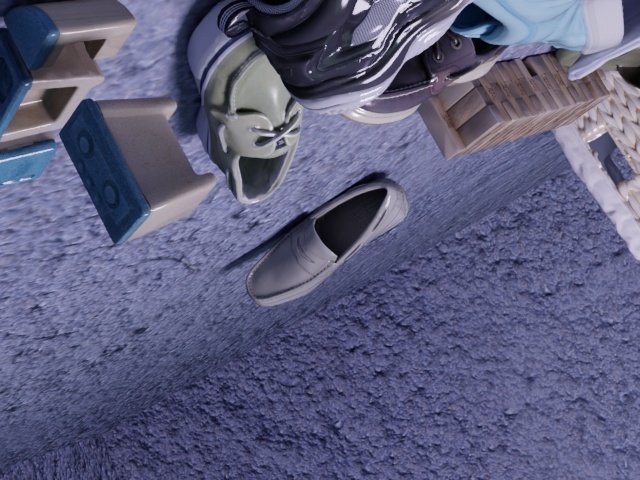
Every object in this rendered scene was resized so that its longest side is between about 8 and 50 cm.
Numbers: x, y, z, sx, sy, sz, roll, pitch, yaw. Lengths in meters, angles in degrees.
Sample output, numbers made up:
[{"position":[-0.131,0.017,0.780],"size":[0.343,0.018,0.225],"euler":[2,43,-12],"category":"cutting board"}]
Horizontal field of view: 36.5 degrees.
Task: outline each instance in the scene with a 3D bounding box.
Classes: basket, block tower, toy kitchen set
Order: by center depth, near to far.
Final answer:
[{"position":[-0.192,-0.042,0.645],"size":[0.122,0.166,0.207],"euler":[-20,167,-41],"category":"toy kitchen set"},{"position":[0.286,-0.201,1.374],"size":[0.335,0.091,0.097],"euler":[-20,167,-42],"category":"block tower"},{"position":[0.568,-0.169,1.629],"size":[0.266,0.328,0.331],"euler":[-33,169,18],"category":"basket"}]

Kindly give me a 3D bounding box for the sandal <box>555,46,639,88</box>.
[{"position":[0.481,-0.248,1.384],"size":[0.303,0.086,0.120],"euler":[-2,165,-8],"category":"sandal"}]

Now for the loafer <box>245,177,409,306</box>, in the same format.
[{"position":[0.000,0.000,1.606],"size":[0.319,0.112,0.111],"euler":[-38,164,11],"category":"loafer"}]

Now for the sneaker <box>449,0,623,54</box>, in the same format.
[{"position":[0.181,-0.233,0.860],"size":[0.150,0.135,0.366],"euler":[-15,173,16],"category":"sneaker"}]

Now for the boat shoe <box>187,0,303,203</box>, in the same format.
[{"position":[-0.050,-0.120,0.847],"size":[0.109,0.094,0.302],"euler":[-26,169,-13],"category":"boat shoe"}]

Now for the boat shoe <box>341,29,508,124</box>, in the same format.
[{"position":[0.101,-0.189,0.918],"size":[0.285,0.103,0.092],"euler":[-25,164,-45],"category":"boat shoe"}]

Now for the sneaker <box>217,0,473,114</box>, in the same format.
[{"position":[0.048,-0.208,0.640],"size":[0.268,0.101,0.153],"euler":[-46,149,12],"category":"sneaker"}]

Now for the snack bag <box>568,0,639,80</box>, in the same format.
[{"position":[0.436,-0.291,0.999],"size":[0.343,0.037,0.323],"euler":[-24,-162,46],"category":"snack bag"}]
